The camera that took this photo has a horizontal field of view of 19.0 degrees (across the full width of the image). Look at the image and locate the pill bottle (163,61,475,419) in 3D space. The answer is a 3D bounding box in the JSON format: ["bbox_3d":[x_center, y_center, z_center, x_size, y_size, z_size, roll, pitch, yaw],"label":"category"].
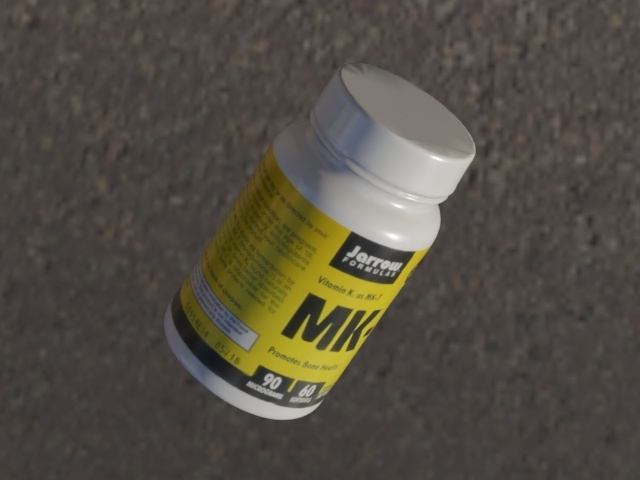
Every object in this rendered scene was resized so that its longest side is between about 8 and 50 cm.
[{"bbox_3d":[0.000,0.000,1.190,0.119,0.119,0.208,24,116,-20],"label":"pill bottle"}]
